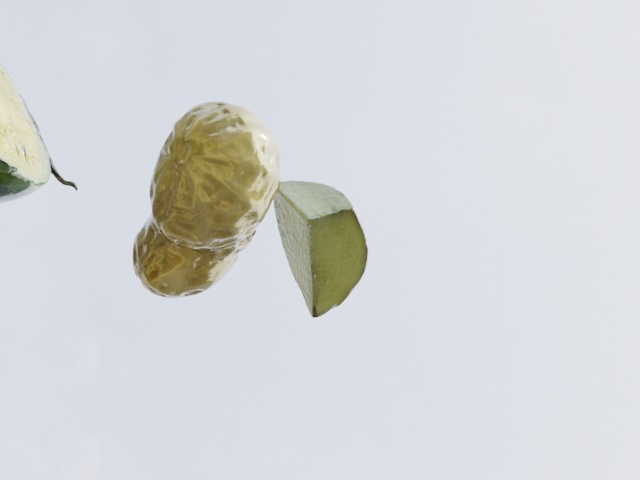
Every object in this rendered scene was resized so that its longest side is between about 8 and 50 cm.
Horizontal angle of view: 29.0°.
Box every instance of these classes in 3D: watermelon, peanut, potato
[{"bbox_3d":[-0.347,-0.111,1.149,0.127,0.232,0.204,-35,-94,4],"label":"watermelon"},{"bbox_3d":[-0.133,-0.037,1.386,0.147,0.147,0.305,34,-31,2],"label":"peanut"},{"bbox_3d":[0.000,0.000,1.565,0.081,0.120,0.149,-14,-57,-18],"label":"potato"}]
